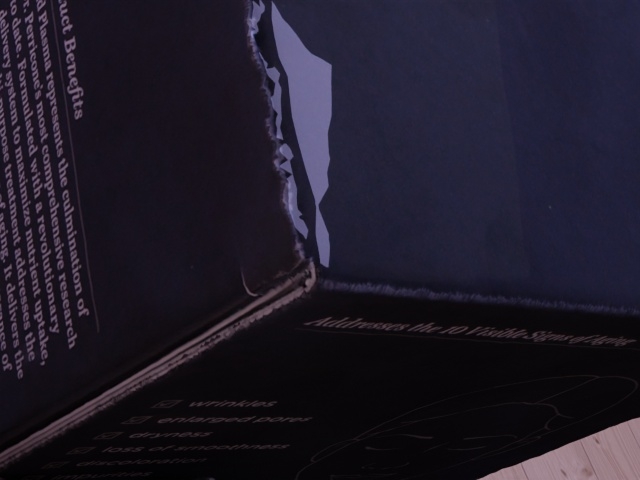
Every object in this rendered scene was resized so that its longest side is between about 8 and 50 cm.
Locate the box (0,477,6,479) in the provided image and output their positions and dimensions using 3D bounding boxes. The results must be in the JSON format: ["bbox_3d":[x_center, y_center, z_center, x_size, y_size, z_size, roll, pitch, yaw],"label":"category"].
[{"bbox_3d":[-0.225,0.233,0.775,0.203,0.167,0.168,37,27,-36],"label":"box"}]

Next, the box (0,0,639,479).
[{"bbox_3d":[0.000,0.000,0.963,0.480,0.472,0.297,7,64,-41],"label":"box"}]

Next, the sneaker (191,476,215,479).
[{"bbox_3d":[-0.074,0.245,0.930,0.110,0.275,0.107,23,52,3],"label":"sneaker"}]
